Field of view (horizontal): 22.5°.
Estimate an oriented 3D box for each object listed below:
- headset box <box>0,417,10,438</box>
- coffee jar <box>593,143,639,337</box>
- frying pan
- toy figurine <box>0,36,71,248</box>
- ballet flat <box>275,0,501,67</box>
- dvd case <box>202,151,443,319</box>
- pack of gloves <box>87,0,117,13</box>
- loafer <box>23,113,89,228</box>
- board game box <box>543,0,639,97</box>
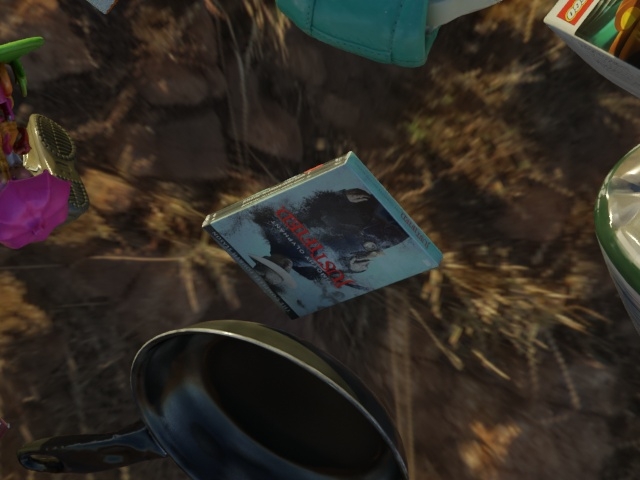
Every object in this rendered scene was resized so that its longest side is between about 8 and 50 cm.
[{"bbox_3d":[-0.412,0.173,1.320,0.110,0.293,0.218,-24,115,40],"label":"headset box"},{"bbox_3d":[0.147,0.039,0.482,0.096,0.184,0.079,-30,47,-3],"label":"coffee jar"},{"bbox_3d":[-0.060,0.143,1.056,0.197,0.326,0.053,41,53,-9],"label":"frying pan"},{"bbox_3d":[-0.267,-0.072,1.333,0.130,0.173,0.159,-20,97,-13],"label":"toy figurine"},{"bbox_3d":[0.085,-0.159,0.611,0.087,0.083,0.247,38,80,12],"label":"ballet flat"},{"bbox_3d":[0.000,0.000,0.931,0.087,0.119,0.013,48,45,-23],"label":"dvd case"},{"bbox_3d":[-0.219,-0.344,1.398,0.232,0.046,0.195,37,96,-4],"label":"pack of gloves"},{"bbox_3d":[-0.271,-0.069,1.593,0.056,0.148,0.050,29,116,-39],"label":"loafer"},{"bbox_3d":[0.236,-0.172,0.634,0.053,0.193,0.305,35,96,-26],"label":"board game box"}]
